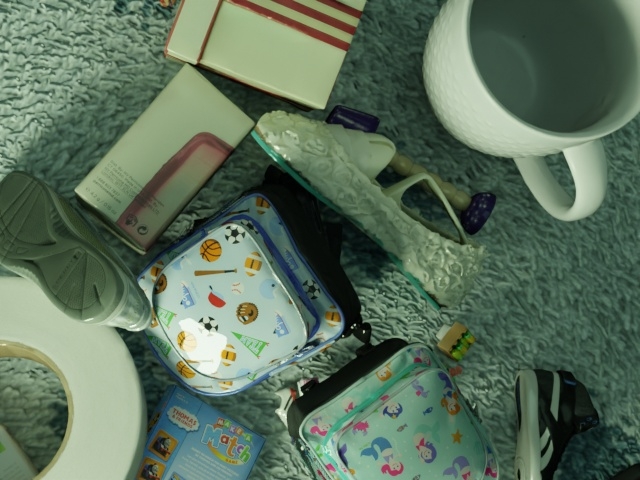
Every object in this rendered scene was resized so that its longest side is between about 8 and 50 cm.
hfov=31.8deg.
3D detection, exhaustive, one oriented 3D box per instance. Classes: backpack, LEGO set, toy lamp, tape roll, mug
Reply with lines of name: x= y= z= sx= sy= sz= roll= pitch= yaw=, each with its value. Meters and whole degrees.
backpack: x=-0.112 y=0.083 z=1.512 sx=0.263 sy=0.213 sz=0.276 roll=-33 pitch=86 yaw=24
LEGO set: x=0.117 y=0.219 z=1.604 sx=0.287 sy=0.107 sz=0.132 roll=-18 pitch=95 yaw=-15
backpack: x=0.107 y=0.277 z=1.456 sx=0.225 sy=0.191 sz=0.253 roll=-33 pitch=104 yaw=-14
toy lamp: x=0.127 y=-0.109 z=1.655 sx=0.274 sy=0.080 sz=0.080 roll=31 pitch=81 yaw=-10
tape roll: x=-0.423 y=0.239 z=1.467 sx=0.392 sy=0.072 sz=0.392 roll=1 pitch=70 yaw=-1
mug: x=0.297 y=-0.204 z=1.565 sx=0.276 sy=0.328 sz=0.374 roll=-22 pitch=90 yaw=-11

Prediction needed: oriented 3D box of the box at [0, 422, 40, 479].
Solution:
box: x=-0.434 y=0.444 z=1.515 sx=0.232 sy=0.058 sz=0.322 roll=-35 pitch=91 yaw=-11

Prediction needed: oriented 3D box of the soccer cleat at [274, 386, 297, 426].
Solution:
soccer cleat: x=-0.047 y=0.253 z=1.618 sx=0.035 sy=0.029 sz=0.083 roll=-7 pitch=84 yaw=-3

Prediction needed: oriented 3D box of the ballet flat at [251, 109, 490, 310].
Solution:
ballet flat: x=0.084 y=-0.068 z=1.587 sx=0.409 sy=0.147 sz=0.147 roll=42 pitch=79 yaw=-21

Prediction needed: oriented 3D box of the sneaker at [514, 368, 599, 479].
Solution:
sneaker: x=0.355 y=0.300 z=1.663 sx=0.121 sy=0.079 sz=0.217 roll=2 pitch=84 yaw=-9

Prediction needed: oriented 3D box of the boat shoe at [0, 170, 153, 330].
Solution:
boat shoe: x=-0.339 y=0.016 z=1.487 sx=0.320 sy=0.103 sz=0.118 roll=35 pitch=89 yaw=36

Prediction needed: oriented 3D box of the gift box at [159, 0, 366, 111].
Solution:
gift box: x=-0.083 y=-0.343 z=1.547 sx=0.258 sy=0.255 sz=0.276 roll=19 pitch=88 yaw=-11

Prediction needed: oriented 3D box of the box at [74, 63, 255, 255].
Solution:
box: x=-0.216 y=-0.107 z=1.551 sx=0.127 sy=0.148 sz=0.232 roll=41 pitch=80 yaw=-6

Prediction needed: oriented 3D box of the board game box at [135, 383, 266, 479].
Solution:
board game box: x=-0.187 y=0.329 z=1.540 sx=0.160 sy=0.039 sz=0.211 roll=35 pitch=67 yaw=-19

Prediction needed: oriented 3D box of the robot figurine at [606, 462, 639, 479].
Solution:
robot figurine: x=0.498 y=0.447 z=1.631 sx=0.278 sy=0.173 sz=0.209 roll=-31 pitch=94 yaw=-11

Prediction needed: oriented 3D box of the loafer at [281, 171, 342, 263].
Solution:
loafer: x=0.000 y=0.000 z=1.620 sx=0.078 sy=0.076 sz=0.223 roll=-25 pitch=87 yaw=-4
